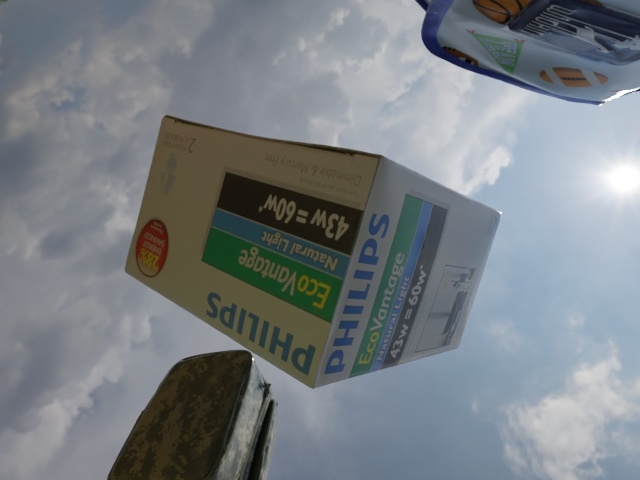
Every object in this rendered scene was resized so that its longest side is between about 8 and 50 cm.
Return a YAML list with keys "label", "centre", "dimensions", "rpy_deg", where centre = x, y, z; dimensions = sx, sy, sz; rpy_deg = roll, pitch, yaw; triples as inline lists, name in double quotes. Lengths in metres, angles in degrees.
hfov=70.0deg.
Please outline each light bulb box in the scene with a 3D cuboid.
- label: "light bulb box"
  centre: [0.000, 0.000, 0.638]
  dimensions: [0.357, 0.360, 0.226]
  rpy_deg: [19, -83, 37]

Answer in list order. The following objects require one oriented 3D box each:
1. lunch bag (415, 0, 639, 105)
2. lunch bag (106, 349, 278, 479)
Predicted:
- label: "lunch bag"
  centre: [0.151, -0.266, 0.280]
  dimensions: [0.238, 0.328, 0.386]
  rpy_deg: [-39, -87, 6]
- label: "lunch bag"
  centre: [-0.192, 0.390, 0.846]
  dimensions: [0.212, 0.256, 0.305]
  rpy_deg: [-11, -151, 14]
